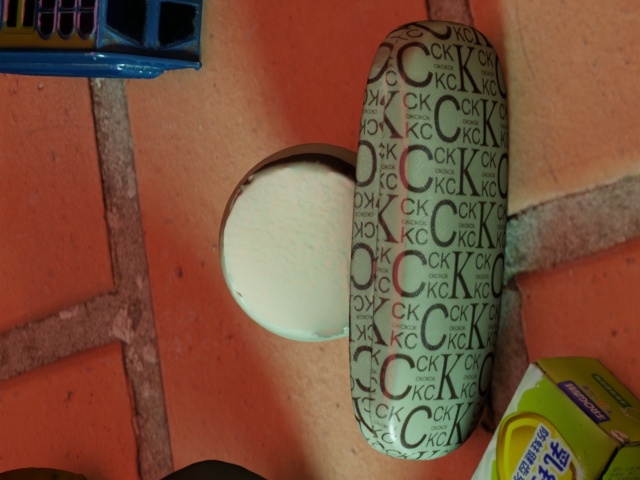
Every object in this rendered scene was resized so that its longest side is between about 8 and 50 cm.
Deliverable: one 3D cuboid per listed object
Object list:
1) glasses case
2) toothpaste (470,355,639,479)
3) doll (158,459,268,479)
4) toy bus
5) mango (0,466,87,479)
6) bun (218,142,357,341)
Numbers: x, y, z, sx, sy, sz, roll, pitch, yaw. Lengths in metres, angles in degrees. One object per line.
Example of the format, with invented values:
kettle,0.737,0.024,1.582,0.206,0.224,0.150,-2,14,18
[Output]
glasses case,0.088,0.000,1.521,0.085,0.137,0.354,7,95,42
toothpaste,0.159,0.251,1.487,0.110,0.077,0.327,47,123,40
doll,-0.101,0.423,1.626,0.382,0.252,0.378,38,100,6
toy bus,-0.250,-0.253,1.905,0.288,0.138,0.175,6,94,48
mango,-0.338,0.319,2.006,0.249,0.156,0.151,-38,104,29
bun,0.000,0.000,1.632,0.173,0.120,0.173,2,96,14
